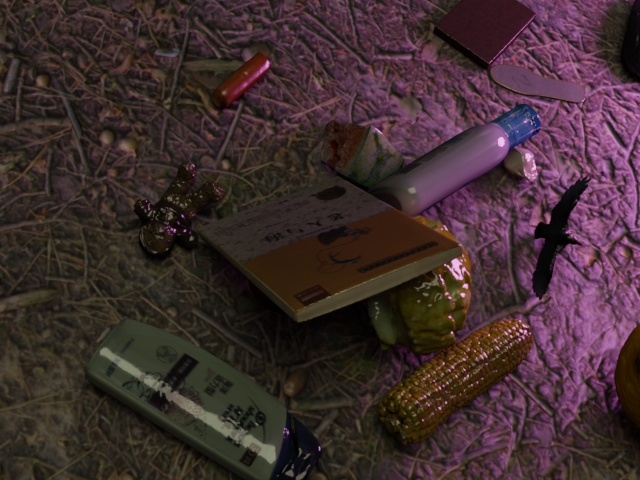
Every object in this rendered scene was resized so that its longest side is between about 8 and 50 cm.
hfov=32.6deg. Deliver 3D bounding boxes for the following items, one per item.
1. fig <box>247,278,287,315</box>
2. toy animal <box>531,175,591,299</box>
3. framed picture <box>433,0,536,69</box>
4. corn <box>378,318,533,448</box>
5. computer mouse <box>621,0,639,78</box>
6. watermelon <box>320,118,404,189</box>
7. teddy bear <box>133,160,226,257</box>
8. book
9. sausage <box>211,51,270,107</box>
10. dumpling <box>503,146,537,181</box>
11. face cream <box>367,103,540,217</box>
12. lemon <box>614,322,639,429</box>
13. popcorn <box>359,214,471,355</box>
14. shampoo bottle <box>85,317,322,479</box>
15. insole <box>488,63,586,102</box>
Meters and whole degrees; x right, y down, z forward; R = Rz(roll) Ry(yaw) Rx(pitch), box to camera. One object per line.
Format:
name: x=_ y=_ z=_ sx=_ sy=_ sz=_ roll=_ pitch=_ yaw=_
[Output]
fig: x=-0.043 y=0.061 z=1.706 sx=0.128 sy=0.128 sz=0.150 roll=-29 pitch=30 yaw=-22
toy animal: x=0.400 y=-0.008 z=1.837 sx=0.062 sy=0.108 sz=0.220 roll=21 pitch=95 yaw=-2
framed picture: x=0.314 y=-0.414 z=2.084 sx=0.128 sy=0.023 sz=0.168 roll=38 pitch=63 yaw=12
corn: x=0.214 y=0.209 z=1.691 sx=0.292 sy=0.101 sz=0.101 roll=-31 pitch=71 yaw=-22
computer mouse: x=0.648 y=-0.402 z=2.105 sx=0.122 sy=0.073 sz=0.217 roll=22 pitch=59 yaw=3
watermelon: x=0.052 y=-0.153 z=1.856 sx=0.158 sy=0.121 sz=0.098 roll=36 pitch=84 yaw=15
teddy bear: x=-0.238 y=-0.044 z=1.770 sx=0.119 sy=0.078 sz=0.160 roll=38 pitch=78 yaw=-13
book: x=0.000 y=0.000 z=1.637 sx=0.269 sy=0.032 sz=0.389 roll=-22 pitch=26 yaw=-20
sausage: x=-0.141 y=-0.280 z=1.926 sx=0.039 sy=0.041 sz=0.131 roll=47 pitch=63 yaw=-8
dumpling: x=0.352 y=-0.138 z=1.936 sx=0.076 sy=0.057 sz=0.052 roll=26 pitch=95 yaw=37
face cream: x=0.233 y=-0.133 z=1.846 sx=0.337 sy=0.163 sz=0.080 roll=-31 pitch=96 yaw=-24
lemon: x=0.585 y=0.206 z=1.685 sx=0.253 sy=0.228 sz=0.228 roll=-18 pitch=67 yaw=-19
popcorn: x=0.146 y=0.066 z=1.696 sx=0.184 sy=0.204 sz=0.221 roll=-7 pitch=40 yaw=-4
shampoo bottle: x=-0.164 y=0.243 z=1.621 sx=0.359 sy=0.078 sz=0.134 roll=30 pitch=58 yaw=7
insole: x=0.406 y=-0.293 z=2.045 sx=0.188 sy=0.004 sz=0.064 roll=13 pitch=62 yaw=-2
